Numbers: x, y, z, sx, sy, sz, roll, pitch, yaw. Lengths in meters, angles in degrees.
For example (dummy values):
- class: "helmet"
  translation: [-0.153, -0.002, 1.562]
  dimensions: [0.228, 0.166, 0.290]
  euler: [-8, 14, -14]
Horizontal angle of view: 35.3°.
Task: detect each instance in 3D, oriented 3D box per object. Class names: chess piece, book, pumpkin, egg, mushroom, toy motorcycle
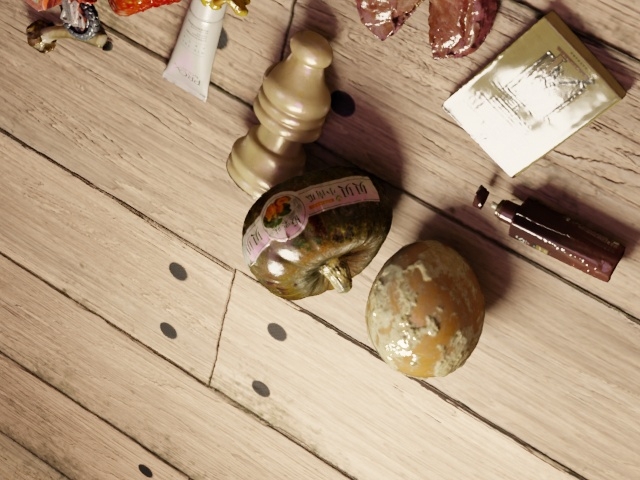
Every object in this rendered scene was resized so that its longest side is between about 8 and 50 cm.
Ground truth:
- class: "chess piece"
  translation: [-0.048, -0.205, 1.648]
  dimensions: [0.138, 0.124, 0.307]
  euler: [58, 141, 30]
- class: "book"
  translation: [0.299, -0.203, 1.445]
  dimensions: [0.161, 0.026, 0.231]
  euler: [46, 138, -4]
- class: "pumpkin"
  translation: [0.001, 0.003, 1.663]
  dimensions: [0.260, 0.260, 0.189]
  euler: [-50, 57, 47]
- class: "egg"
  translation: [0.175, 0.114, 1.667]
  dimensions: [0.203, 0.203, 0.245]
  euler: [17, 121, 25]
- class: "mushroom"
  translation: [-0.468, -0.371, 1.855]
  dimensions: [0.187, 0.061, 0.060]
  euler: [9, 123, 26]
- class: "toy motorcycle"
  translation: [-0.486, -0.484, 1.752]
  dimensions: [0.298, 0.089, 0.171]
  euler: [39, 136, 5]

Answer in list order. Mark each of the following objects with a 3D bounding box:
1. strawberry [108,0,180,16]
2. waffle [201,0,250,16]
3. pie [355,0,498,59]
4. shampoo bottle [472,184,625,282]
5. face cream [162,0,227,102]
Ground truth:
- class: "strawberry"
  translation: [-0.299, -0.438, 1.639]
  dimensions: [0.175, 0.107, 0.236]
  euler: [31, 137, 13]
- class: "waffle"
  translation: [-0.149, -0.428, 1.336]
  dimensions: [0.260, 0.069, 0.293]
  euler: [27, 135, -3]
- class: "pie"
  translation: [0.142, -0.353, 1.421]
  dimensions: [0.219, 0.054, 0.204]
  euler: [14, 130, 27]
- class: "shampoo bottle"
  translation: [0.342, -0.015, 1.533]
  dimensions: [0.236, 0.067, 0.068]
  euler: [27, 144, 16]
- class: "face cream"
  translation: [-0.208, -0.334, 1.697]
  dimensions: [0.092, 0.058, 0.243]
  euler: [33, 143, 4]
